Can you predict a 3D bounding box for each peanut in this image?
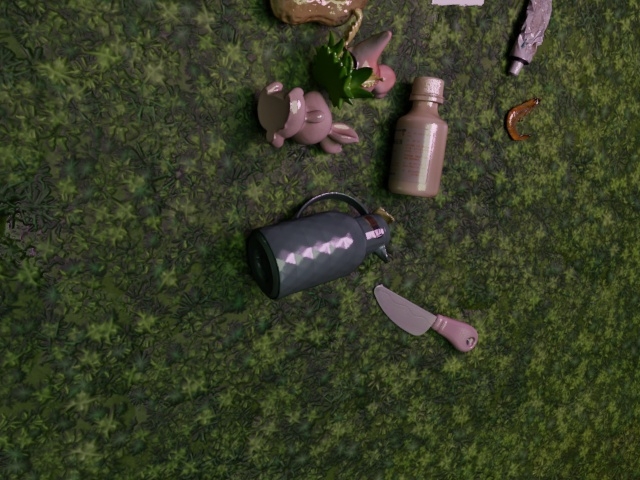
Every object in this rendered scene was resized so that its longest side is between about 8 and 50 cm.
[{"bbox_3d":[0.003,-0.460,1.094,0.213,0.099,0.100,-10,104,-26],"label":"peanut"}]

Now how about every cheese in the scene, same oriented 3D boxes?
[{"bbox_3d":[0.130,-0.034,1.272,0.060,0.041,0.084,20,105,-22],"label":"cheese"}]

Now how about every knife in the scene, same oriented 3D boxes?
[{"bbox_3d":[0.249,0.195,1.392,0.335,0.043,0.081,26,94,-23],"label":"knife"}]

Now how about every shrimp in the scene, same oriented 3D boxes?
[{"bbox_3d":[0.513,-0.307,1.431,0.127,0.025,0.091,-41,116,-10],"label":"shrimp"}]

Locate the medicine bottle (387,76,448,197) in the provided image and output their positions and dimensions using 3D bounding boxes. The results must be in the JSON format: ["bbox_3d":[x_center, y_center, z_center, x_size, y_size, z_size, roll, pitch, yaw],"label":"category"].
[{"bbox_3d":[0.217,-0.222,1.239,0.114,0.114,0.253,4,98,-28],"label":"medicine bottle"}]

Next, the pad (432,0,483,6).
[{"bbox_3d":[0.304,-0.642,1.267,0.156,0.004,0.232,-10,104,-26],"label":"pad"}]

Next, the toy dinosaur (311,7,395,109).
[{"bbox_3d":[0.095,-0.328,1.116,0.176,0.152,0.194,-24,148,-24],"label":"toy dinosaur"}]

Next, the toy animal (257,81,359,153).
[{"bbox_3d":[-0.023,-0.237,1.123,0.212,0.124,0.125,5,98,-50],"label":"toy animal"}]

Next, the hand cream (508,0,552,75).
[{"bbox_3d":[0.508,-0.517,1.377,0.084,0.050,0.257,25,85,-26],"label":"hand cream"}]

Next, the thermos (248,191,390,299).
[{"bbox_3d":[0.000,0.000,1.163,0.286,0.145,0.182,-18,74,-26],"label":"thermos"}]
